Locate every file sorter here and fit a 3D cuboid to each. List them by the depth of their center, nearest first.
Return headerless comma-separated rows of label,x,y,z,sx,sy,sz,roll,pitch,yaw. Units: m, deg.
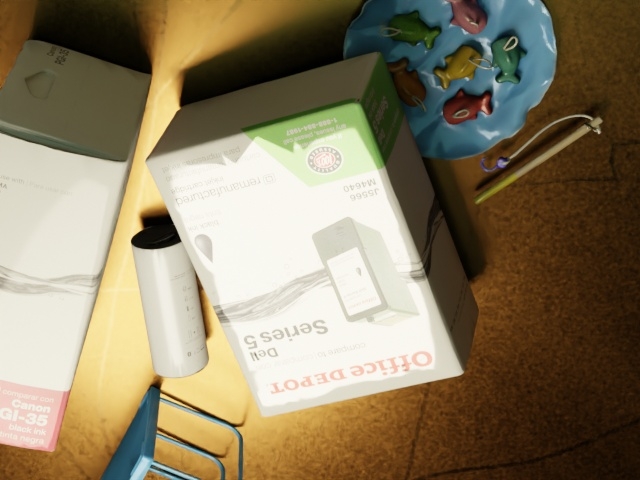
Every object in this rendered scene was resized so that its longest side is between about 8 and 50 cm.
file sorter,-0.156,0.254,1.514,0.104,0.118,0.170,25,114,-13

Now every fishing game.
fishing game,0.108,-0.153,1.355,0.189,0.041,0.264,-30,109,15

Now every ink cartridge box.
ink cartridge box,-0.238,0.001,1.344,0.117,0.207,0.283,15,115,-7
ink cartridge box,0.000,0.000,1.375,0.198,0.115,0.273,-14,115,19

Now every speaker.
speaker,-0.137,0.055,1.452,0.055,0.055,0.136,-6,116,4
